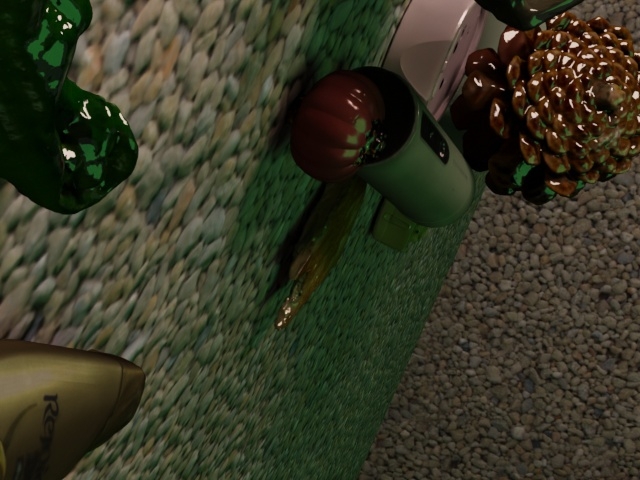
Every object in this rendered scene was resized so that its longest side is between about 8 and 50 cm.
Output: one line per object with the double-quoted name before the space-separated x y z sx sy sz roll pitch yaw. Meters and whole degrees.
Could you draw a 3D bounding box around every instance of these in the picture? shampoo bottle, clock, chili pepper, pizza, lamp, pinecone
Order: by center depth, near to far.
"chili pepper" -0.135 -0.081 0.516 0.257 0.074 0.100 98 17 -69
"shampoo bottle" -0.195 0.112 0.620 0.125 0.084 0.350 -67 169 5
"lamp" 0.016 -0.106 1.054 0.107 0.092 0.107 -60 168 -22
"pizza" 0.000 0.000 1.349 0.181 0.034 0.262 100 17 -53
"clock" 0.139 -0.232 1.392 0.196 0.068 0.197 -59 167 -23
"pinecone" 0.288 -0.160 1.447 0.264 0.264 0.264 -59 168 -22
"clock" 0.159 -0.075 1.808 0.170 0.069 0.232 -67 168 11

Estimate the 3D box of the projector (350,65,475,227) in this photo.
"projector" 0.096 -0.096 1.279 0.108 0.108 0.337 -64 160 -2

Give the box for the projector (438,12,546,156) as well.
"projector" 0.276 -0.228 1.679 0.250 0.198 0.108 -59 167 -26

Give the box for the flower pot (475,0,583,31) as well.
"flower pot" 0.198 -0.341 0.925 0.251 0.379 0.379 -42 167 -3
